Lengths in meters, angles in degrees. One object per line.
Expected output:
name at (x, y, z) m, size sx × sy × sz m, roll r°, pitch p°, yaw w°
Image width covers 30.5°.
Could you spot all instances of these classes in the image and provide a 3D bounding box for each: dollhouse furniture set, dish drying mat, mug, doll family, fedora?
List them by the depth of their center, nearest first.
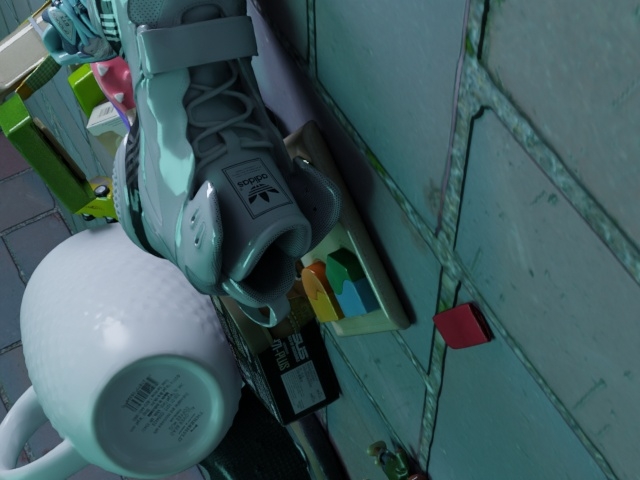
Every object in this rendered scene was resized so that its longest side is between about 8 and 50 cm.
dish drying mat at (0.105, 0.064, 0.872) m, size 0.032 × 0.008 × 0.083 m, roll 63°, pitch 164°, yaw 3°
doll family at (0.089, 0.301, 1.196) m, size 0.111 × 0.076 × 0.193 m, roll 26°, pitch 145°, yaw 60°
mug at (-0.275, 0.184, 1.524) m, size 0.276 × 0.374 × 0.328 m, roll 53°, pitch 177°, yaw -26°
fedora at (-0.087, 0.306, 1.631) m, size 0.334 × 0.152 × 0.334 m, roll 56°, pitch 163°, yaw 28°
dollhouse furniture set at (-0.348, -0.210, 1.653) m, size 0.151 × 0.197 × 0.301 m, roll 54°, pitch 177°, yaw -38°

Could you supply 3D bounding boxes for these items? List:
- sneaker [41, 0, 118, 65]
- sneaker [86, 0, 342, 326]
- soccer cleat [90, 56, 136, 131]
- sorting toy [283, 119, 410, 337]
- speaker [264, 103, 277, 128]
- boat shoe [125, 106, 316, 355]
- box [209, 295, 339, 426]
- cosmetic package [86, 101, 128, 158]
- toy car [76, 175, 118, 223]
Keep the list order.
sneaker at (-0.212, -0.236, 1.195) m, size 0.110 × 0.122 × 0.283 m, roll 61°, pitch 156°, yaw -1°
sneaker at (-0.078, -0.108, 0.932) m, size 0.210 × 0.137 × 0.365 m, roll 40°, pitch 138°, yaw 43°
soccer cleat at (-0.220, -0.174, 1.456) m, size 0.248 × 0.083 × 0.095 m, roll 63°, pitch 170°, yaw -5°
sorting toy at (0.000, 0.000, 1.063) m, size 0.193 × 0.038 × 0.208 m, roll 65°, pitch 165°, yaw -1°
speaker at (-0.093, -0.129, 1.134) m, size 0.136 × 0.055 × 0.055 m, roll 45°, pitch 156°, yaw 52°
boat shoe at (-0.099, -0.028, 1.239) m, size 0.307 × 0.104 × 0.110 m, roll 58°, pitch 173°, yaw 16°
box at (-0.062, 0.099, 1.356) m, size 0.147 × 0.077 × 0.180 m, roll 33°, pitch 146°, yaw 63°
cosmetic package at (-0.242, -0.128, 1.522) m, size 0.115 × 0.060 × 0.041 m, roll 50°, pitch -145°, yaw -37°
toy car at (-0.243, -0.064, 1.673) m, size 0.239 × 0.053 × 0.225 m, roll 31°, pitch 141°, yaw 0°
